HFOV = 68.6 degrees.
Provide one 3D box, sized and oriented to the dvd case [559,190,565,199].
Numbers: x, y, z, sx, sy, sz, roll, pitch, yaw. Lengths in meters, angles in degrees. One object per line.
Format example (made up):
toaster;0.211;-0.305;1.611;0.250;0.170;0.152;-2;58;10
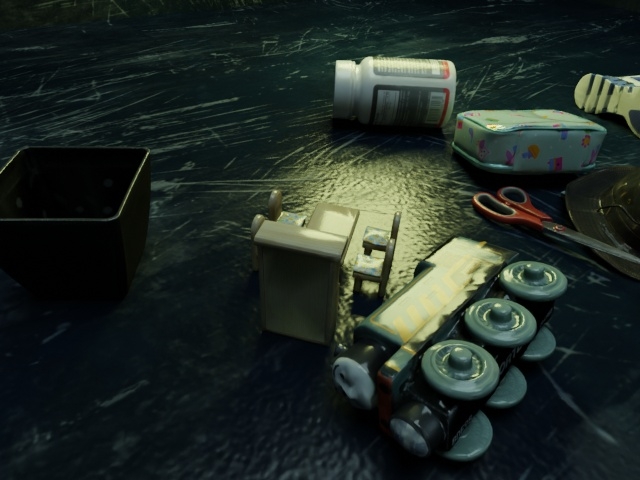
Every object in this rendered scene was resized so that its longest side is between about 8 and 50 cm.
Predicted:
dvd case;0.555;-0.076;0.937;0.087;0.013;0.119;-21;46;-27

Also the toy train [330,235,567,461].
toy train;0.165;0.114;0.583;0.190;0.142;0.333;21;42;40

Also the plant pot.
plant pot;-0.347;-0.017;0.675;0.187;0.167;0.188;0;38;-5

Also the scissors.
scissors;0.398;-0.020;0.830;0.108;0.021;0.297;-20;40;-18

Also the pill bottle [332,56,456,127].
pill bottle;0.174;-0.365;1.157;0.282;0.162;0.161;3;38;0

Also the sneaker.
sneaker;0.866;-0.373;1.244;0.182;0.128;0.316;-13;40;-17

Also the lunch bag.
lunch bag;0.445;-0.220;1.024;0.278;0.108;0.224;-2;24;-10

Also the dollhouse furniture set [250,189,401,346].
dollhouse furniture set;0.000;0.000;0.681;0.211;0.161;0.242;11;39;10

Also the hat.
hat;0.605;-0.073;0.824;0.330;0.134;0.332;1;44;-1
